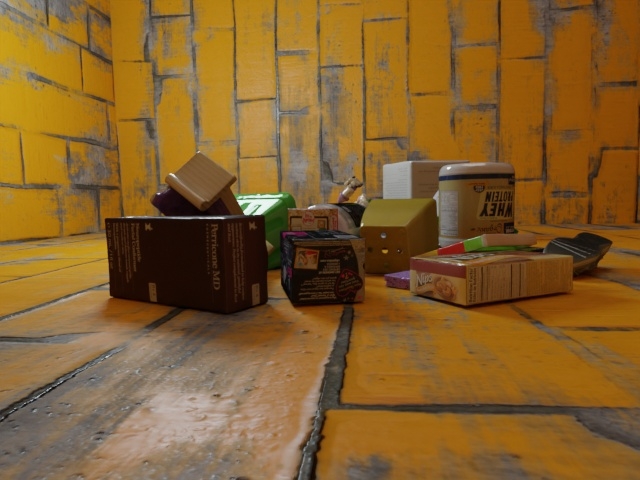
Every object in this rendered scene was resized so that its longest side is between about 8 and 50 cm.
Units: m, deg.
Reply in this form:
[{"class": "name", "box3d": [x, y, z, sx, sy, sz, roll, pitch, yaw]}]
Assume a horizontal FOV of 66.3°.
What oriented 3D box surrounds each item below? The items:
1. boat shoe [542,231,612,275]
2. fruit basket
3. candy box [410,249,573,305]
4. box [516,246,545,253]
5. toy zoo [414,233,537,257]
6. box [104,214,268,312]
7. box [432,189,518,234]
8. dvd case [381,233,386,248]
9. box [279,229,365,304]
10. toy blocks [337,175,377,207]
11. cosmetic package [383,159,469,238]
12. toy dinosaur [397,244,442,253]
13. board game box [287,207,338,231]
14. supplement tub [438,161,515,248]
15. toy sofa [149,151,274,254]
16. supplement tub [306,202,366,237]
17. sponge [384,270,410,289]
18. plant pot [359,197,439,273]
[{"class": "boat shoe", "box3d": [0.714, 0.051, 1.371, 0.320, 0.103, 0.118, -13, 31, -43]}, {"class": "fruit basket", "box3d": [-0.188, -0.036, 1.714, 0.391, 0.283, 0.392, -11, 19, 4]}, {"class": "candy box", "box3d": [0.381, 0.075, 1.095, 0.316, 0.088, 0.183, -4, 4, -26]}, {"class": "box", "box3d": [0.681, 0.049, 1.610, 0.190, 0.045, 0.184, -5, 4, -33]}, {"class": "toy zoo", "box3d": [0.386, 0.032, 1.296, 0.192, 0.030, 0.293, -1, -14, -33]}, {"class": "box", "box3d": [-0.303, 0.040, 1.084, 0.381, 0.191, 0.143, 1, 5, 31]}, {"class": "box", "box3d": [0.545, -0.069, 1.806, 0.261, 0.127, 0.231, 35, -3, -12]}, {"class": "dvd case", "box3d": [0.233, -0.037, 2.138, 0.238, 0.179, 0.030, -1, -39, 3]}, {"class": "box", "box3d": [-0.002, 0.055, 1.123, 0.163, 0.142, 0.247, -1, 6, -11]}, {"class": "toy blocks", "box3d": [0.153, -0.104, 2.378, 0.260, 0.309, 0.288, -45, -5, 23]}, {"class": "cosmetic package", "box3d": [0.524, -0.196, 2.464, 0.329, 0.394, 0.327, -2, 5, -17]}, {"class": "toy dinosaur", "box3d": [0.406, -0.061, 1.963, 0.200, 0.296, 0.127, 36, -37, -16]}, {"class": "board game box", "box3d": [-0.021, 0.005, 1.400, 0.146, 0.194, 0.045, 3, 6, 32]}, {"class": "supplement tub", "box3d": [0.485, -0.078, 1.531, 0.228, 0.317, 0.228, -1, 5, 0]}, {"class": "toy sofa", "box3d": [-0.272, -0.039, 1.294, 0.150, 0.177, 0.363, 35, -18, 28]}, {"class": "supplement tub", "box3d": [0.069, -0.021, 1.611, 0.207, 0.207, 0.338, 1, 6, 26]}, {"class": "sponge", "box3d": [0.273, 0.094, 1.241, 0.210, 0.031, 0.117, -5, 6, -42]}, {"class": "plant pot", "box3d": [0.222, 0.001, 1.453, 0.212, 0.213, 0.187, 2, 19, 28]}]
